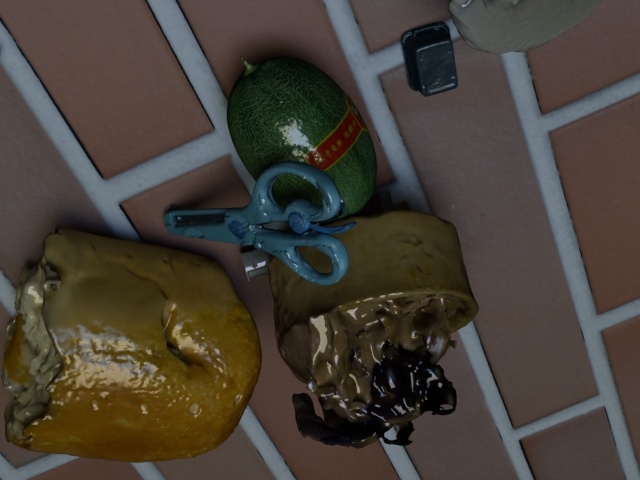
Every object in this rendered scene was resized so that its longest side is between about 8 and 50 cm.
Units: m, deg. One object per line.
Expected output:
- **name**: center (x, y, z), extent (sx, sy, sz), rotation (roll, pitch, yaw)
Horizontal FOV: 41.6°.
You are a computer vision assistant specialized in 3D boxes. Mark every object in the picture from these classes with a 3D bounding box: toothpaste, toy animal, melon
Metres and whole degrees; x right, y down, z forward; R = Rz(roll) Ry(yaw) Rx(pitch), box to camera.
- **toothpaste**: center (0.000, 0.000, 1.384), extent (0.266, 0.061, 0.096), rotation (-19, 122, -6)
- **toy animal**: center (0.284, -0.389, 1.150), extent (0.308, 0.188, 0.266), rotation (-47, 140, 6)
- **melon**: center (-0.029, -0.148, 1.205), extent (0.182, 0.182, 0.287), rotation (-34, 122, 11)

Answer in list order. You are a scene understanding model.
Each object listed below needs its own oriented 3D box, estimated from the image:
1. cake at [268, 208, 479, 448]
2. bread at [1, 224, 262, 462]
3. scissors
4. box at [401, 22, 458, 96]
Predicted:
- **cake**: center (0.091, 0.155, 1.277), extent (0.333, 0.320, 0.332), rotation (-9, 158, -4)
- **bread**: center (-0.291, 0.192, 1.325), extent (0.395, 0.250, 0.361), rotation (14, 119, -20)
- **scissors**: center (-0.105, -0.025, 1.197), extent (0.032, 0.393, 0.180), rotation (-33, 116, -40)
- **box**: center (0.165, -0.262, 1.244), extent (0.074, 0.054, 0.099), rotation (-15, 124, 1)
